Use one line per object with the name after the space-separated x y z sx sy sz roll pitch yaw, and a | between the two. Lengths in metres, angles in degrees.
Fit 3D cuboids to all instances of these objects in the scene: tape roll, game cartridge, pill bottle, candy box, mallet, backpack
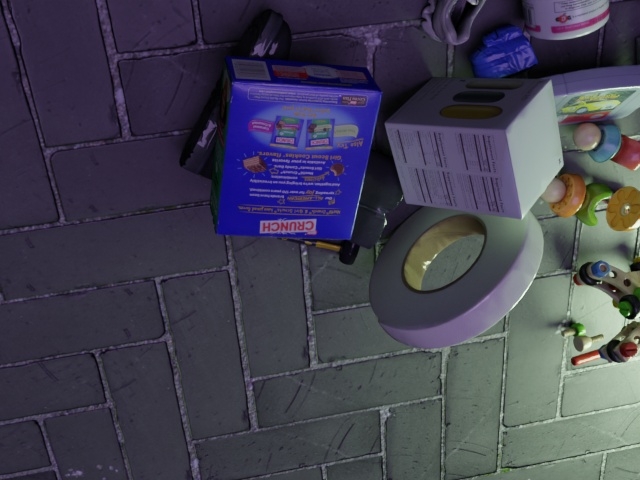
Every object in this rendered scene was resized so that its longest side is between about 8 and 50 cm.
0.272 0.047 1.677 0.392 0.392 0.072 -38 121 10 | tape roll
0.551 -0.297 1.666 0.294 0.060 0.196 -8 164 -8 | game cartridge
0.452 -0.538 1.511 0.160 0.160 0.283 -18 122 -2 | pill bottle
-0.055 -0.161 1.478 0.268 0.122 0.317 2 124 -14 | candy box
0.000 0.000 1.797 0.190 0.039 0.062 19 115 -18 | mallet
0.360 -0.374 1.627 0.120 0.098 0.101 -24 101 12 | backpack

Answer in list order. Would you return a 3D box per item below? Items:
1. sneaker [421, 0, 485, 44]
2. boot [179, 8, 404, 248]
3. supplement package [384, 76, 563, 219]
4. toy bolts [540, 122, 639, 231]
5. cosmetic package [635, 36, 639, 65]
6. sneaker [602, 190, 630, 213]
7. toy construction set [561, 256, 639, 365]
0.283 -0.509 1.517 0.110 0.118 0.292 7 116 -14 | sneaker
-0.002 -0.205 1.608 0.445 0.146 0.367 24 120 -21 | boot
0.305 -0.190 1.584 0.199 0.263 0.198 -45 130 -35 | supplement package
0.604 -0.143 1.758 0.158 0.218 0.228 16 101 -23 | toy bolts
0.786 -0.365 1.691 0.184 0.151 0.151 -18 121 -3 | cosmetic package
0.706 -0.099 1.896 0.119 0.047 0.057 33 93 -31 | sneaker
0.761 0.180 1.984 0.237 0.257 0.309 -12 143 -20 | toy construction set
